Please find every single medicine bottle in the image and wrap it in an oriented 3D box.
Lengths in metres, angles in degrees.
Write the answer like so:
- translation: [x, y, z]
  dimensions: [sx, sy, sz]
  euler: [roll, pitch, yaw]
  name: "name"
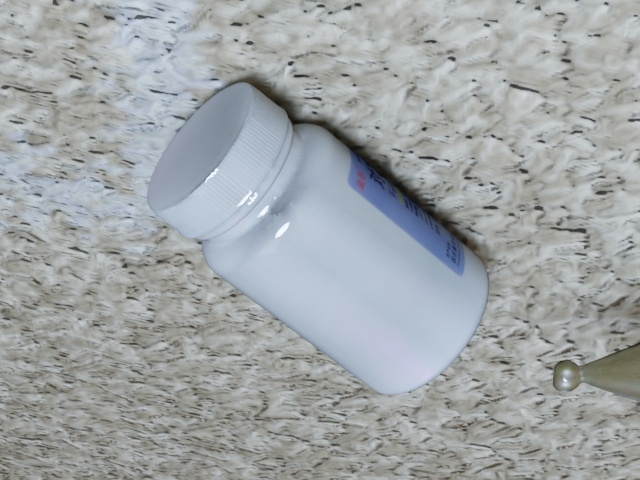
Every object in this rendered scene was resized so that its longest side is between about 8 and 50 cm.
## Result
- translation: [0.000, 0.000, 0.882]
  dimensions: [0.187, 0.102, 0.103]
  euler: [38, 136, -24]
  name: "medicine bottle"

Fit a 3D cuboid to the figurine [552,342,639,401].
- translation: [0.319, 0.070, 0.807]
  dimensions: [0.387, 0.166, 0.207]
  euler: [6, 123, 7]
  name: "figurine"
